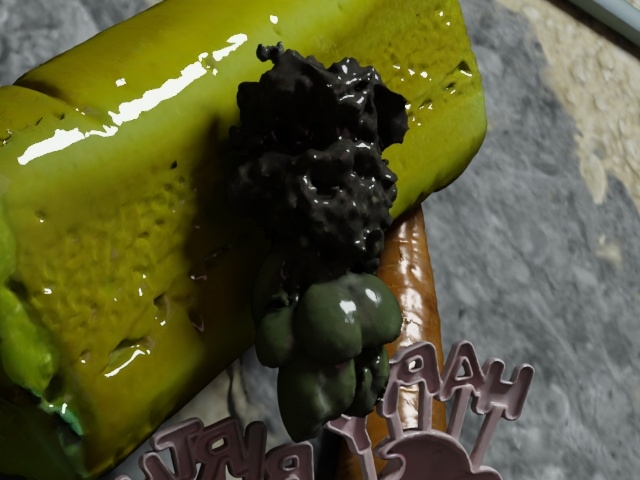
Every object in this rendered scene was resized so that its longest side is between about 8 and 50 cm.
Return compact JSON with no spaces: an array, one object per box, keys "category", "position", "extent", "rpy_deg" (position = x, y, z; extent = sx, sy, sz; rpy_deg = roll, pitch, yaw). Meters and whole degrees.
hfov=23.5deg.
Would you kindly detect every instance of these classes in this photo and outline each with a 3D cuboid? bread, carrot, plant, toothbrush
[{"category":"bread","position":[-0.058,-0.037,0.745],"extent":[0.383,0.112,0.166],"rpy_deg":[-39,116,-42]},{"category":"carrot","position":[0.039,0.052,0.827],"extent":[0.061,0.061,0.209],"rpy_deg":[24,52,-28]},{"category":"plant","position":[0.000,0.000,0.670],"extent":[0.085,0.087,0.174],"rpy_deg":[0,82,-19]},{"category":"toothbrush","position":[0.219,-0.150,1.088],"extent":[0.342,0.025,0.030],"rpy_deg":[31,55,-24]}]

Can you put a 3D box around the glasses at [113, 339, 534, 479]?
[{"category":"glasses","position":[0.009,0.140,0.679],"extent":[0.255,0.095,0.162],"rpy_deg":[-20,99,-27]}]
